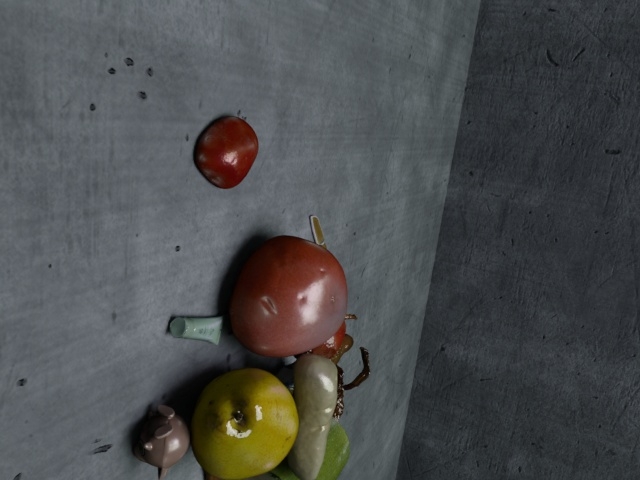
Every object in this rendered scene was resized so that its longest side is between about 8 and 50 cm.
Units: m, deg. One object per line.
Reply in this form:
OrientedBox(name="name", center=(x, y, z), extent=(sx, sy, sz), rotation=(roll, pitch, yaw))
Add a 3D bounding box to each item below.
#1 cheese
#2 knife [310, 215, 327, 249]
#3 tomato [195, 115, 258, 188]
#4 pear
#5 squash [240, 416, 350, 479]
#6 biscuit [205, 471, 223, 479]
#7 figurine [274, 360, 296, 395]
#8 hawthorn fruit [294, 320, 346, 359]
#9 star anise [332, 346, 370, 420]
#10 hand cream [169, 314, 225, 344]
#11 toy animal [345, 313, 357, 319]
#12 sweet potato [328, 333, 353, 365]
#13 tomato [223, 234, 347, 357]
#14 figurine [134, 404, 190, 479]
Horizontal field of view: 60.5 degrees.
OrientedBox(name="cheese", center=(-0.027, 0.499, 1.534), extent=(0.351, 0.129, 0.329), rotation=(89, 9, -69))
OrientedBox(name="knife", center=(0.001, 0.000, 1.858), extent=(0.046, 0.022, 0.256), rotation=(-55, 148, -29))
OrientedBox(name="tomato", center=(-0.200, -0.208, 1.273), extent=(0.174, 0.082, 0.166), rotation=(-64, 151, -18))
OrientedBox(name="pear", center=(-0.197, 0.465, 1.373), extent=(0.336, 0.284, 0.285), rotation=(-18, 120, -82))
OrientedBox(name="squash", center=(-0.090, 0.734, 1.754), extent=(0.384, 0.262, 0.263), rotation=(-26, 125, -62))
OrientedBox(name="biscuit", center=(-0.276, 0.619, 1.592), extent=(0.182, 0.034, 0.216), rotation=(5, 100, -64))
OrientedBox(name="figurine", center=(-0.077, 0.481, 1.797), extent=(0.208, 0.128, 0.184), rotation=(5, 101, -24))
OrientedBox(name="hawthorn fruit", center=(-0.015, 0.280, 1.772), extent=(0.253, 0.204, 0.205), rotation=(-45, 142, -63))
OrientedBox(name="star anise", center=(0.074, 0.556, 2.116), extent=(0.347, 0.148, 0.237), rotation=(-55, 168, 2))
OrientedBox(name="hand cream", center=(-0.292, 0.216, 1.342), extent=(0.205, 0.049, 0.078), rotation=(30, 70, -68))
OrientedBox(name="toy animal", center=(0.035, 0.247, 1.992), extent=(0.116, 0.114, 0.255), rotation=(-38, 143, -2))
OrientedBox(name="sweet potato", center=(0.038, 0.417, 2.060), extent=(0.354, 0.095, 0.106), rotation=(-29, 131, -55))
OrientedBox(name="tomato", center=(-0.080, 0.159, 1.481), extent=(0.341, 0.272, 0.342), rotation=(-41, 138, -51))
OrientedBox(name="figurine", center=(-0.360, 0.456, 1.251), extent=(0.125, 0.125, 0.138), rotation=(-35, 146, -54))
